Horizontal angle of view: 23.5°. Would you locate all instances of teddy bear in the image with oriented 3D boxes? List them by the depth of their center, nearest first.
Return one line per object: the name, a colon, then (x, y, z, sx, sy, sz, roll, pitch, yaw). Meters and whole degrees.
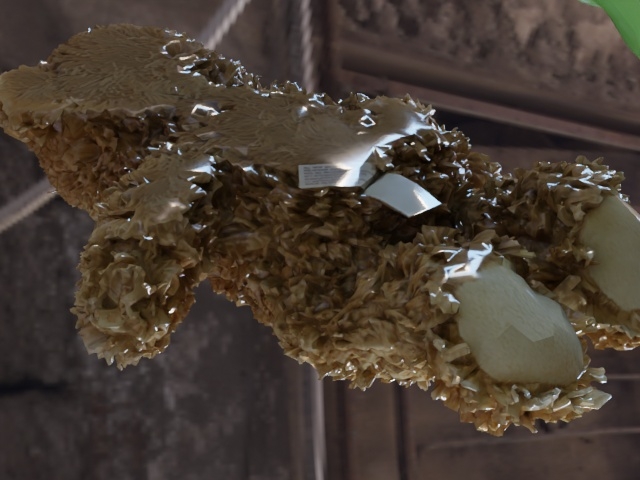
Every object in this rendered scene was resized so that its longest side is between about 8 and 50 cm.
teddy bear: (0.000, 0.000, 0.715, 0.338, 0.245, 0.113, 12, -55, 16)

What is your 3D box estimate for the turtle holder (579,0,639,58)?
turtle holder: (0.021, -0.200, 0.335, 0.243, 0.320, 0.227, 33, -102, 27)
